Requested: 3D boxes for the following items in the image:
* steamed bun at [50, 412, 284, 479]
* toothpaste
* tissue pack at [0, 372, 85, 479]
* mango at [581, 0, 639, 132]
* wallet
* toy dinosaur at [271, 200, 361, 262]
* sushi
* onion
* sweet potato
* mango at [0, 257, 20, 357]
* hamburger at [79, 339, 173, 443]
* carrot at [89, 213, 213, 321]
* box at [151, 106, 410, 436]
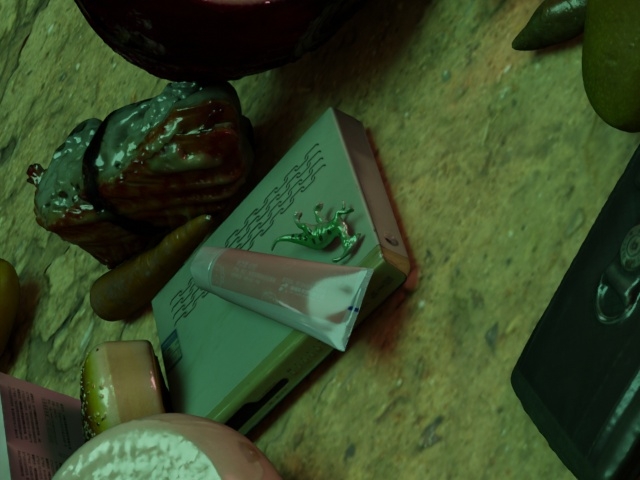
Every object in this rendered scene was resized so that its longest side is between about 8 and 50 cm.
[{"bbox_3d":[-0.110,0.253,1.302,0.232,0.145,0.232,-12,64,26],"label":"steamed bun"},{"bbox_3d":[-0.032,0.037,1.353,0.194,0.043,0.067,15,82,49],"label":"toothpaste"},{"bbox_3d":[-0.233,0.247,1.478,0.092,0.148,0.246,-50,35,23],"label":"tissue pack"},{"bbox_3d":[0.245,-0.182,1.142,0.227,0.099,0.136,-63,28,18],"label":"mango"},{"bbox_3d":[0.213,0.035,1.097,0.245,0.052,0.168,-59,31,14],"label":"wallet"},{"bbox_3d":[0.000,0.000,1.345,0.083,0.021,0.062,-47,53,24],"label":"toy dinosaur"},{"bbox_3d":[-0.166,-0.065,1.596,0.332,0.124,0.130,-25,41,42],"label":"sushi"},{"bbox_3d":[-0.070,-0.281,1.479,0.336,0.282,0.260,-58,-1,-21],"label":"onion"},{"bbox_3d":[0.200,-0.177,1.248,0.153,0.038,0.041,-33,68,36],"label":"sweet potato"},{"bbox_3d":[-0.394,0.105,1.825,0.217,0.102,0.141,-50,14,17],"label":"mango"},{"bbox_3d":[-0.170,0.154,1.470,0.081,0.141,0.126,-15,54,-3],"label":"hamburger"},{"bbox_3d":[-0.156,0.024,1.577,0.216,0.048,0.048,-35,44,47],"label":"carrot"},{"bbox_3d":[-0.040,0.037,1.432,0.270,0.045,0.211,-47,38,26],"label":"box"}]
